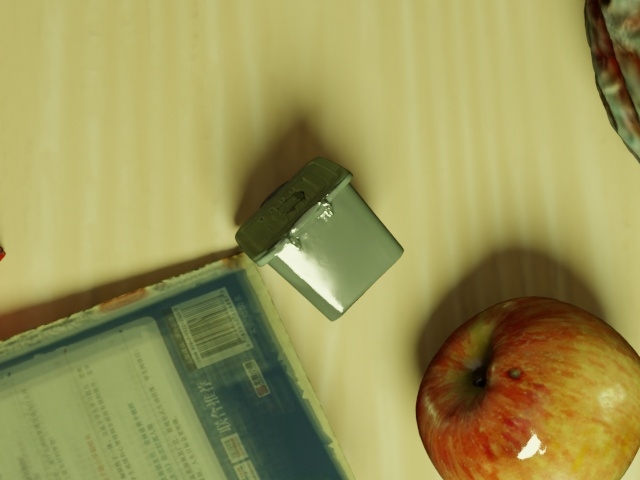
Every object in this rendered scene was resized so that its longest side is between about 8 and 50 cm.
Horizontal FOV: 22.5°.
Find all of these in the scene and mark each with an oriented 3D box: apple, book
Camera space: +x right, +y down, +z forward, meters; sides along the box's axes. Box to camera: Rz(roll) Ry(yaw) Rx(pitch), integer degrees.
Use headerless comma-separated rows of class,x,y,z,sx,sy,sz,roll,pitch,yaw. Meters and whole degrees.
apple,0.141,0.109,1.044,0.131,0.146,0.146,34,87,-30
book,-0.151,0.153,1.017,0.323,0.018,0.228,-20,64,-12

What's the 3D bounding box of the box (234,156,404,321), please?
box,0.000,0.000,1.050,0.084,0.122,0.069,-43,104,-1

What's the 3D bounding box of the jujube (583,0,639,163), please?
jujube,0.273,-0.188,1.025,0.226,0.226,0.317,2,95,-3

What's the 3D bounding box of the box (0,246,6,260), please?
box,-0.332,-0.023,1.061,0.229,0.050,0.123,41,86,-2
